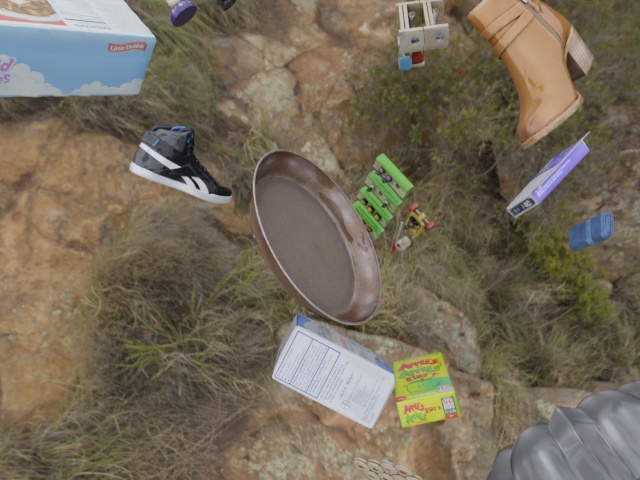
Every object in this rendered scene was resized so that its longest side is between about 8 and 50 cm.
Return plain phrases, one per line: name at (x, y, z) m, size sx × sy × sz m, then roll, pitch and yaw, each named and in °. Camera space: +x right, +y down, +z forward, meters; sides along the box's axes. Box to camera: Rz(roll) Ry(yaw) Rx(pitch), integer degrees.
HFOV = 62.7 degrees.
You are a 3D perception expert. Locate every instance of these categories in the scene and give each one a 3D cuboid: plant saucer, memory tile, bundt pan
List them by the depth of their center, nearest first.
bundt pan at (0.338, 0.291, 0.631) m, size 0.330 × 0.331 × 0.124 m, roll -18°, pitch 42°, yaw -5°
plant saucer at (-0.010, -0.002, 0.851) m, size 0.050 × 0.310 × 0.311 m, roll -32°, pitch 54°, yaw 29°
memory tile at (0.145, 0.474, 1.048) m, size 0.148 × 0.113 × 0.012 m, roll -18°, pitch 30°, yaw 45°

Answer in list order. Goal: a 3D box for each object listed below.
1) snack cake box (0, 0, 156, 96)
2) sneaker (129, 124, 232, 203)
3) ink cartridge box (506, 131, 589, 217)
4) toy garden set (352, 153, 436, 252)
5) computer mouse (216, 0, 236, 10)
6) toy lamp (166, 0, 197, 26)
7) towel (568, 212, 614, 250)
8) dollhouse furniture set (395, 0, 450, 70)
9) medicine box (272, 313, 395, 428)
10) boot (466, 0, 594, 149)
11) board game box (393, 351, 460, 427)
snack cake box at (-0.341, -0.238, 0.578) m, size 0.264 × 0.089 × 0.152 m, roll -19°, pitch 62°, yaw -48°
sneaker at (-0.248, -0.154, 1.028) m, size 0.079 × 0.216 × 0.121 m, roll 36°, pitch 104°, yaw 48°
ink cartridge box at (0.599, -0.165, 1.365) m, size 0.045 × 0.208 × 0.206 m, roll 44°, pitch 81°, yaw 7°
toy garden set at (0.162, -0.058, 1.278) m, size 0.049 × 0.244 × 0.204 m, roll -31°, pitch 73°, yaw -27°
computer mouse at (-0.023, -0.271, 0.450) m, size 0.106 × 0.042 × 0.193 m, roll -5°, pitch 53°, yaw 46°
toy lamp at (-0.393, -0.626, 1.200) m, size 0.080 × 0.080 × 0.275 m, roll -40°, pitch 96°, yaw -17°
towel at (0.657, -0.019, 1.274) m, size 0.029 × 0.119 × 0.067 m, roll 19°, pitch 66°, yaw -14°
dollhouse furniture set at (0.275, -0.528, 1.416) m, size 0.128 × 0.184 × 0.130 m, roll -4°, pitch 55°, yaw 8°
medicine box at (0.030, 0.337, 1.411) m, size 0.289 × 0.263 × 0.149 m, roll 28°, pitch 88°, yaw -2°
boot at (0.225, -0.206, 0.597) m, size 0.152 × 0.073 × 0.197 m, roll 41°, pitch 55°, yaw -10°
board game box at (0.174, 0.247, 0.890) m, size 0.092 × 0.181 × 0.043 m, roll -15°, pitch 95°, yaw 8°
